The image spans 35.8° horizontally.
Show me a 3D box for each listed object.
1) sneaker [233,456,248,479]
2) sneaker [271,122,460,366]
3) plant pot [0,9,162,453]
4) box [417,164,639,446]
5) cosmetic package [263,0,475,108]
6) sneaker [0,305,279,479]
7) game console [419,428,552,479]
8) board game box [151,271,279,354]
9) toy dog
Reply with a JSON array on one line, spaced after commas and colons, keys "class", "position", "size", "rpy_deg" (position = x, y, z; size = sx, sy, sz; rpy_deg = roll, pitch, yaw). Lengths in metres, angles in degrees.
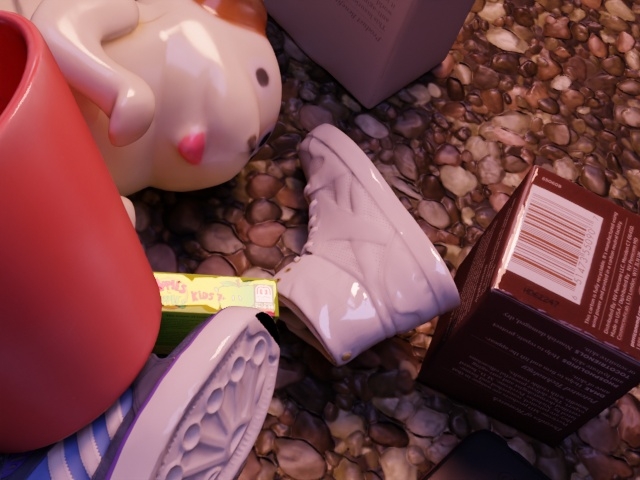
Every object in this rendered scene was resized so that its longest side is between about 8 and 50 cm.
[{"class": "sneaker", "position": [-0.146, 0.252, 0.852], "size": [0.086, 0.085, 0.237], "rpy_deg": [14, 55, 25]}, {"class": "sneaker", "position": [0.000, 0.000, 1.029], "size": [0.169, 0.108, 0.292], "rpy_deg": [-29, 46, -5]}, {"class": "plant pot", "position": [-0.258, 0.010, 0.725], "size": [0.274, 0.243, 0.275], "rpy_deg": [-16, 43, 16]}, {"class": "box", "position": [0.227, 0.070, 0.996], "size": [0.167, 0.203, 0.168], "rpy_deg": [26, 55, 0]}, {"class": "cosmetic package", "position": [0.089, -0.389, 1.092], "size": [0.161, 0.453, 0.230], "rpy_deg": [-35, 74, -32]}, {"class": "sneaker", "position": [-0.202, 0.165, 0.805], "size": [0.236, 0.130, 0.323], "rpy_deg": [16, 65, 29]}, {"class": "game console", "position": [0.186, 0.377, 0.840], "size": [0.386, 0.060, 0.342], "rpy_deg": [40, 56, 22]}, {"class": "board game box", "position": [-0.139, 0.072, 0.952], "size": [0.181, 0.092, 0.043], "rpy_deg": [4, 57, -14]}, {"class": "toy dog", "position": [-0.241, -0.143, 0.983], "size": [0.407, 0.285, 0.395], "rpy_deg": [2, 25, -15]}]
